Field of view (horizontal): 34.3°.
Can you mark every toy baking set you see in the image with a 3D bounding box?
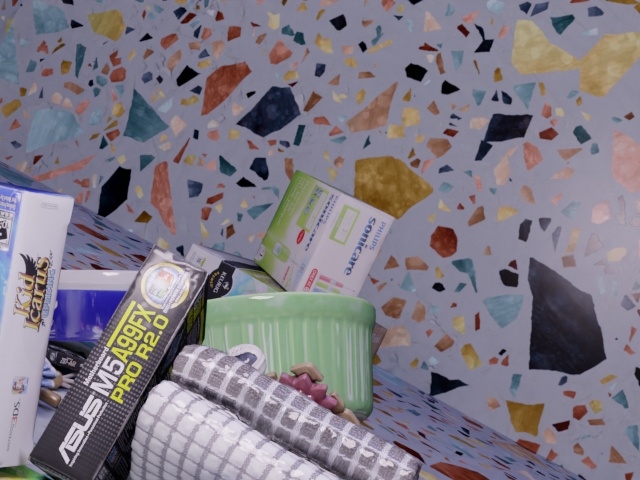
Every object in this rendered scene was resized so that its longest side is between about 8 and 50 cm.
[{"bbox_3d":[-0.380,0.178,1.404,0.256,0.030,0.197,27,2,8],"label":"toy baking set"}]

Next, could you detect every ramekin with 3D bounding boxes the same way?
[{"bbox_3d":[-0.071,0.175,1.382,0.303,0.148,0.303,-5,-16,-1],"label":"ramekin"}]

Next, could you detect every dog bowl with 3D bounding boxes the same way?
[{"bbox_3d":[-0.324,0.100,1.603,0.265,0.104,0.265,1,-4,0],"label":"dog bowl"}]

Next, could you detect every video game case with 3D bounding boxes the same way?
[{"bbox_3d":[-0.356,0.059,0.978,0.269,0.244,0.061,11,3,38],"label":"video game case"}]

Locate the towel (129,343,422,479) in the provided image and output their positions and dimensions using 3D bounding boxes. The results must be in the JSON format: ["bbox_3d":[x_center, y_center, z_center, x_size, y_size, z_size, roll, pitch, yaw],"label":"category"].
[{"bbox_3d":[-0.045,0.238,0.942,0.235,0.121,0.283,26,-39,13],"label":"towel"}]

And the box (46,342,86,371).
[{"bbox_3d":[-0.373,0.162,1.465,0.067,0.018,0.083,24,-6,-35],"label":"box"}]

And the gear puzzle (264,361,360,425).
[{"bbox_3d":[0.005,0.288,1.243,0.339,0.175,0.044,54,33,-27],"label":"gear puzzle"}]

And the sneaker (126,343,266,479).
[{"bbox_3d":[-0.096,0.232,1.135,0.153,0.235,0.094,38,14,-7],"label":"sneaker"}]

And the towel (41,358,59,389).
[{"bbox_3d":[-0.477,0.114,1.251,0.285,0.034,0.209,14,8,-34],"label":"towel"}]

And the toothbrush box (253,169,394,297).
[{"bbox_3d":[0.000,0.000,1.962,0.122,0.206,0.283,24,5,-23],"label":"toothbrush box"}]

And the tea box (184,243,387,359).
[{"bbox_3d":[-0.095,0.186,2.036,0.324,0.220,0.329,27,3,25],"label":"tea box"}]

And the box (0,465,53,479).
[{"bbox_3d":[-0.226,0.266,0.798,0.232,0.058,0.322,27,1,4],"label":"box"}]

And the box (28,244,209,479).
[{"bbox_3d":[-0.186,0.144,1.011,0.060,0.216,0.270,27,-19,2],"label":"box"}]
